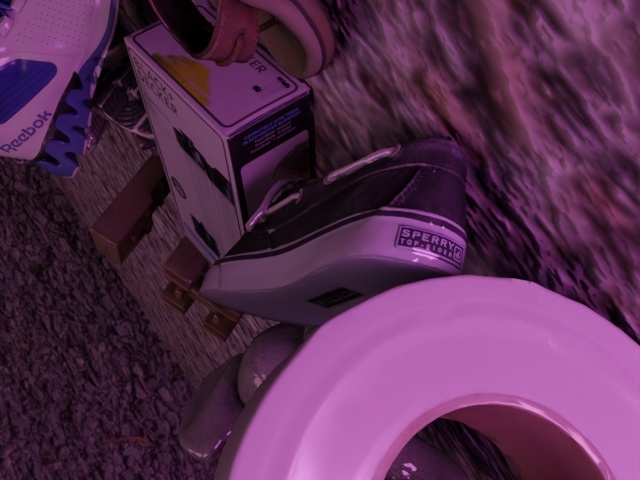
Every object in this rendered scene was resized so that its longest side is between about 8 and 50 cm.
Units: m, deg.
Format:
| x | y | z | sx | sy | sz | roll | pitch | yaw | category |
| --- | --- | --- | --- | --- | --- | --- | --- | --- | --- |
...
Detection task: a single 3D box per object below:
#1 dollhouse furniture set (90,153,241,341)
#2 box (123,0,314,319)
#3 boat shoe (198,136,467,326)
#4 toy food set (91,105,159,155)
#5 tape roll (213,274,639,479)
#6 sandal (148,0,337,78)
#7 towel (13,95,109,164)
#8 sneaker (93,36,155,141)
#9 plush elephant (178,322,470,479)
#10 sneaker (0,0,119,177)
| x | y | z | sx | sy | sz | roll | pitch | yaw | category |
| --- | --- | --- | --- | --- | --- | --- | --- | --- | --- |
| -0.173 | 0.003 | 0.982 | 0.242 | 0.161 | 0.212 | 34 | 158 | -1 | dollhouse furniture set |
| -0.088 | -0.068 | 0.693 | 0.169 | 0.087 | 0.290 | 45 | 156 | 27 | box |
| -0.004 | -0.001 | 0.536 | 0.113 | 0.105 | 0.306 | 20 | 159 | -21 | boat shoe |
| -0.242 | -0.141 | 0.921 | 0.122 | 0.019 | 0.078 | 31 | -167 | 0 | toy food set |
| 0.080 | 0.167 | 0.383 | 0.286 | 0.286 | 0.100 | 54 | 158 | 7 | tape roll |
| -0.069 | -0.159 | 0.401 | 0.120 | 0.086 | 0.303 | 54 | -170 | 8 | sandal |
| -0.397 | -0.264 | 0.939 | 0.235 | 0.121 | 0.283 | -99 | -11 | -59 | towel |
| -0.207 | -0.174 | 0.832 | 0.110 | 0.107 | 0.275 | 48 | 173 | -39 | sneaker |
| 0.001 | 0.194 | 0.694 | 0.272 | 0.255 | 0.330 | -29 | 135 | 32 | plush elephant |
| -0.330 | -0.212 | 0.726 | 0.127 | 0.182 | 0.315 | 46 | 125 | 44 | sneaker |
